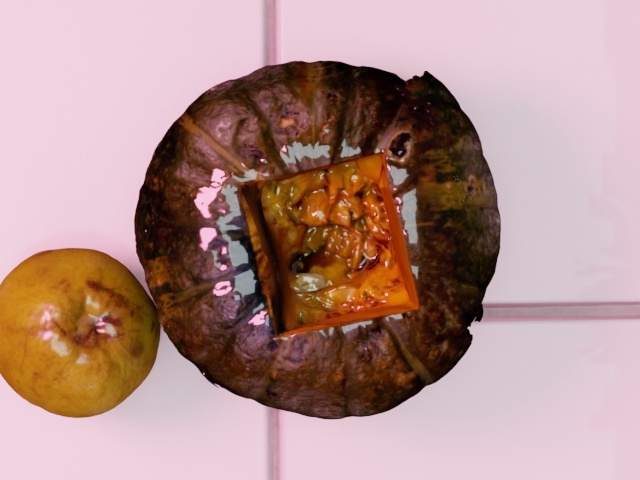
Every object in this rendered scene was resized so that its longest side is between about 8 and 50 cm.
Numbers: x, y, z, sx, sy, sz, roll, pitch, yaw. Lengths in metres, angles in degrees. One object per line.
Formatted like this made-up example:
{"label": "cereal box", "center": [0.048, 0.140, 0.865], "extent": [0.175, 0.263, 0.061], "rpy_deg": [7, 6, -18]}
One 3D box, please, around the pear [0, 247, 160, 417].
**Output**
{"label": "pear", "center": [-0.209, 0.077, 1.563], "extent": [0.148, 0.162, 0.149], "rpy_deg": [0, 89, -14]}

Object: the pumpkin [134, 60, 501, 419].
{"label": "pumpkin", "center": [0.000, 0.000, 1.551], "extent": [0.320, 0.192, 0.320], "rpy_deg": [0, 96, -4]}
